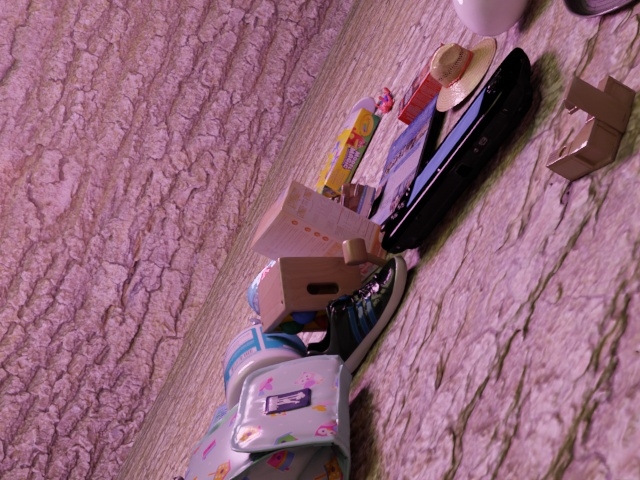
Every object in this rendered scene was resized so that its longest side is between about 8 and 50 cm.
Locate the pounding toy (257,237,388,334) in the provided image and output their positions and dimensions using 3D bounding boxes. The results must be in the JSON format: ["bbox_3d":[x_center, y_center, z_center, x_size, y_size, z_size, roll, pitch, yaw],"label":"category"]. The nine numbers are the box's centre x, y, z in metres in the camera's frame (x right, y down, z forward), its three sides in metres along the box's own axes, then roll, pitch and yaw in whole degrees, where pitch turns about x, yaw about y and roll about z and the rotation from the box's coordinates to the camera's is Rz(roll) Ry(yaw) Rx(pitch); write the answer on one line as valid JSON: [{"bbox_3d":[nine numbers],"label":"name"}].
[{"bbox_3d":[0.022,0.075,1.380,0.206,0.181,0.094,130,136,-61],"label":"pounding toy"}]

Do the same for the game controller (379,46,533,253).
[{"bbox_3d":[0.182,-0.119,1.263,0.319,0.067,0.166,-54,14,34],"label":"game controller"}]

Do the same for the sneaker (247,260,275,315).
[{"bbox_3d":[-0.042,0.059,1.864,0.262,0.104,0.125,-60,33,12],"label":"sneaker"}]

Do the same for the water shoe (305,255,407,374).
[{"bbox_3d":[0.049,0.103,1.303,0.203,0.080,0.073,-61,11,9],"label":"water shoe"}]

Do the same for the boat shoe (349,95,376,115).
[{"bbox_3d":[0.087,-0.287,2.150,0.142,0.049,0.040,-56,12,41],"label":"boat shoe"}]

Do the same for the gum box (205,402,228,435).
[{"bbox_3d":[-0.205,0.412,1.835,0.157,0.041,0.184,-41,25,62],"label":"gum box"}]

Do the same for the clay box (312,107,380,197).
[{"bbox_3d":[0.049,-0.179,2.047,0.222,0.053,0.127,-65,11,-6],"label":"clay box"}]

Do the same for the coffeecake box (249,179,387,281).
[{"bbox_3d":[0.000,0.000,1.499,0.142,0.185,0.068,-47,19,53],"label":"coffeecake box"}]

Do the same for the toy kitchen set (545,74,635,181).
[{"bbox_3d":[0.255,-0.119,0.920,0.083,0.068,0.075,-66,12,-20],"label":"toy kitchen set"}]

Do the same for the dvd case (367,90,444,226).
[{"bbox_3d":[0.142,-0.116,1.559,0.180,0.022,0.253,-47,19,52],"label":"dvd case"}]

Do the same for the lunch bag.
[{"bbox_3d":[-0.059,0.281,1.193,0.262,0.160,0.223,-47,12,16],"label":"lunch bag"}]

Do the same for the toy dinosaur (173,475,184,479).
[{"bbox_3d":[-0.150,0.418,1.422,0.218,0.164,0.322,-32,10,41],"label":"toy dinosaur"}]

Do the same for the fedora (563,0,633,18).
[{"bbox_3d":[0.331,-0.390,1.072,0.244,0.124,0.275,-60,11,14],"label":"fedora"}]

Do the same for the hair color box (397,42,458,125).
[{"bbox_3d":[0.193,-0.276,1.647,0.141,0.043,0.072,-55,12,31],"label":"hair color box"}]

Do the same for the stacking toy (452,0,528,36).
[{"bbox_3d":[0.286,-0.538,1.411,0.350,0.350,0.480,149,127,-70],"label":"stacking toy"}]

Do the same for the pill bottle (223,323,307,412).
[{"bbox_3d":[-0.079,0.216,1.455,0.146,0.146,0.264,-62,11,5],"label":"pill bottle"}]

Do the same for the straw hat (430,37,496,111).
[{"bbox_3d":[0.211,-0.281,1.482,0.144,0.061,0.144,-50,19,24],"label":"straw hat"}]

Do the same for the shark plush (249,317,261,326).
[{"bbox_3d":[-0.098,0.181,1.875,0.067,0.073,0.161,-32,6,-2],"label":"shark plush"}]

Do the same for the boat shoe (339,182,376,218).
[{"bbox_3d":[0.042,-0.029,1.625,0.066,0.066,0.183,-68,-2,-57],"label":"boat shoe"}]

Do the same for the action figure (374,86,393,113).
[{"bbox_3d":[0.139,-0.302,2.000,0.038,0.030,0.115,-53,16,20],"label":"action figure"}]
